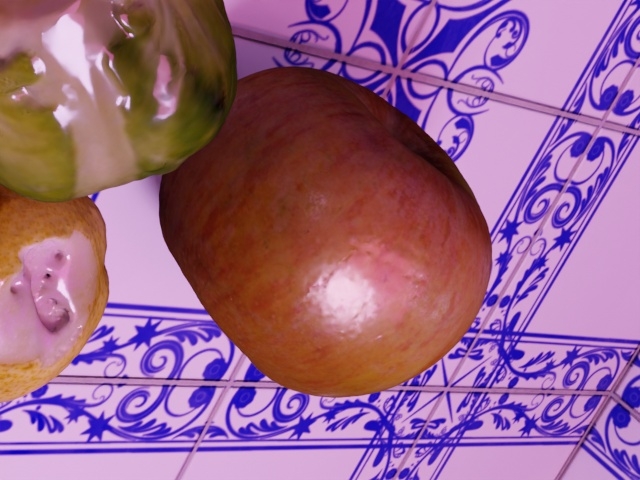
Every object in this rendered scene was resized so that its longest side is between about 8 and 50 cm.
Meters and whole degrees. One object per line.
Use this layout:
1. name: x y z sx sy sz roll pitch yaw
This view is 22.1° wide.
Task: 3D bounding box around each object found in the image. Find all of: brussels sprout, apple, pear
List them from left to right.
1. pear: -0.339 0.035 1.654 0.271 0.271 0.271 -27 139 -26
2. brussels sprout: -0.221 -0.193 1.520 0.371 0.276 0.315 -13 101 -81
3. apple: 0.000 0.000 1.908 0.333 0.400 0.400 -51 144 15
